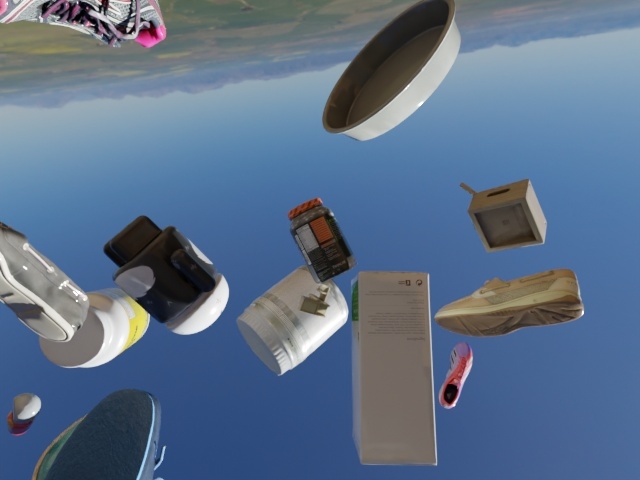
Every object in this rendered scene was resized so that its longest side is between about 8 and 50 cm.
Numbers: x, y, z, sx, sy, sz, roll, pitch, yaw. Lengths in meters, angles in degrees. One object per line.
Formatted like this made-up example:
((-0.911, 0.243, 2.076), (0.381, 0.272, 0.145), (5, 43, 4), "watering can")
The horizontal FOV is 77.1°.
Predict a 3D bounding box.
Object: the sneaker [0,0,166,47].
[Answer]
((-0.297, -0.312, 0.525), (0.121, 0.112, 0.299), (-14, -154, 20), "sneaker")

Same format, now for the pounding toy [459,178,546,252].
((0.366, -0.060, 0.825), (0.141, 0.130, 0.100), (-14, -153, 42), "pounding toy")

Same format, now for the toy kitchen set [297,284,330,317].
((-0.023, 0.134, 0.970), (0.075, 0.068, 0.083), (22, 179, -29), "toy kitchen set")

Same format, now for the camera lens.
((-0.074, 0.221, 1.168), (0.274, 0.219, 0.219), (-36, -146, -27), "camera lens")

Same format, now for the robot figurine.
((-0.329, 0.077, 0.884), (0.173, 0.278, 0.209), (-40, -161, 1), "robot figurine")

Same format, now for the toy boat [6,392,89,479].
((-0.616, 0.495, 0.973), (0.318, 0.148, 0.267), (36, -147, -5), "toy boat")

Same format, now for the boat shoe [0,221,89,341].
((-0.544, 0.047, 0.719), (0.112, 0.335, 0.095), (-8, -142, 13), "boat shoe")

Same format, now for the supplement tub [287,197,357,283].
((0.000, 0.000, 0.980), (0.117, 0.190, 0.117), (-26, 177, -2), "supplement tub")

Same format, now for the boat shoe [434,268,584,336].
((0.443, 0.154, 0.980), (0.341, 0.122, 0.110), (-20, -139, 39), "boat shoe")

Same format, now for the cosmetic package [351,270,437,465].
((0.149, 0.259, 0.871), (0.155, 0.365, 0.197), (2, 168, 0), "cosmetic package")

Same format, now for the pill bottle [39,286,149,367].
((-0.593, 0.228, 1.077), (0.188, 0.187, 0.334), (-12, 179, -10), "pill bottle")

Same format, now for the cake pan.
((0.122, -0.295, 0.717), (0.293, 0.054, 0.293), (-36, -147, 29), "cake pan")

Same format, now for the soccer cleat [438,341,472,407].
((0.494, 0.486, 1.455), (0.083, 0.095, 0.248), (24, -103, 13), "soccer cleat")

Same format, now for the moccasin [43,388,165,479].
((-0.292, 0.367, 0.508), (0.138, 0.117, 0.342), (10, -116, 12), "moccasin")
